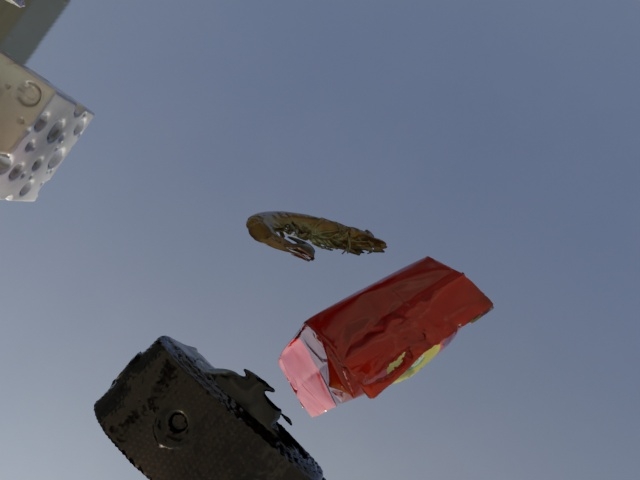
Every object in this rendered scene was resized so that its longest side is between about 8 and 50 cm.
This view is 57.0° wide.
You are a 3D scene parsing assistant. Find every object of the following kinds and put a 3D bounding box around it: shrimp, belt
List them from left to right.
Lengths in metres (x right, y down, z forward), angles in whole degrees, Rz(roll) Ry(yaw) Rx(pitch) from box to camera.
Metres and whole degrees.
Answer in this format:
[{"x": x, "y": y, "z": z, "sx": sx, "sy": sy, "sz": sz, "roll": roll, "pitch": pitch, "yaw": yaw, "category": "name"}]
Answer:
[{"x": -0.118, "y": 0.237, "z": 0.719, "sx": 0.289, "sy": 0.184, "sz": 0.164, "roll": 43, "pitch": -98, "yaw": -7, "category": "belt"}, {"x": 0.001, "y": -0.001, "z": 0.690, "sx": 0.178, "sy": 0.124, "sz": 0.034, "roll": 15, "pitch": -74, "yaw": -7, "category": "shrimp"}]

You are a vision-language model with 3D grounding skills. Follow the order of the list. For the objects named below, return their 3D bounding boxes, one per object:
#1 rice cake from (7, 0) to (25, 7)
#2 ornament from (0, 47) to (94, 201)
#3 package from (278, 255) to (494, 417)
[{"x": -0.499, "y": -0.366, "z": 0.687, "sx": 0.365, "sy": 0.073, "sz": 0.056, "roll": 24, "pitch": -80, "yaw": 6, "category": "rice cake"}, {"x": -0.636, "y": -0.238, "z": 1.141, "sx": 0.240, "sy": 0.239, "sz": 0.239, "roll": 35, "pitch": -91, "yaw": -5, "category": "ornament"}, {"x": 0.063, "y": 0.146, "z": 0.823, "sx": 0.196, "sy": 0.423, "sz": 0.123, "roll": -29, "pitch": -102, "yaw": -17, "category": "package"}]
